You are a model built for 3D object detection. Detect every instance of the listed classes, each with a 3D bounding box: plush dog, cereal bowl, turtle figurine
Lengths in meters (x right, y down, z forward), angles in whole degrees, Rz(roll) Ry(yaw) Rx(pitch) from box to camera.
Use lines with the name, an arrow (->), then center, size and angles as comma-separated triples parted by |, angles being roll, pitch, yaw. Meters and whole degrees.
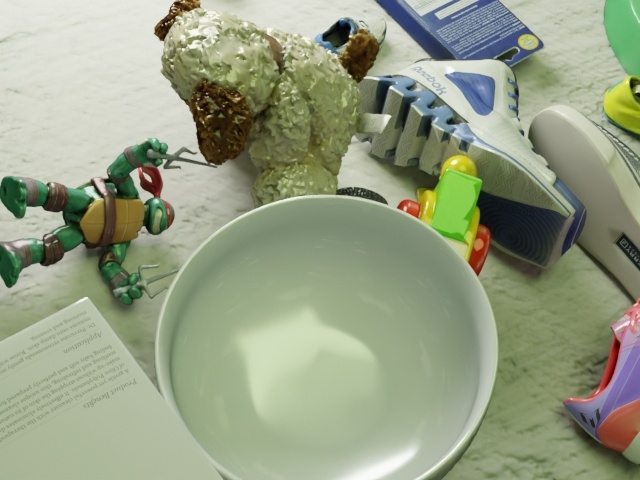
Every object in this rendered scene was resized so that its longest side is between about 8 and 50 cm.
plush dog -> -0.071, -0.170, 1.712 | 0.225, 0.210, 0.262 | 17, 34, -41
cereal bowl -> 0.005, 0.131, 1.581 | 0.339, 0.141, 0.339 | 1, 61, -2
turtle figurine -> -0.222, -0.019, 1.658 | 0.234, 0.118, 0.175 | -6, 97, -33

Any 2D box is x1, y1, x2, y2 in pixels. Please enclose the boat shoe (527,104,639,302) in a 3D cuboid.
boat shoe -> 0.400, -0.036, 1.899 | 0.158, 0.127, 0.340 | -25, 75, -38

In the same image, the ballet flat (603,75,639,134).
ballet flat -> 0.476, -0.147, 2.027 | 0.231, 0.077, 0.077 | 25, 49, -1

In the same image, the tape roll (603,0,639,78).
tape roll -> 0.551, -0.288, 2.162 | 0.321, 0.077, 0.321 | 10, 52, -14

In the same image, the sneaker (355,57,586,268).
sneaker -> 0.203, -0.127, 1.871 | 0.315, 0.127, 0.182 | 38, 49, 16

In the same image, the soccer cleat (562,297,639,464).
soccer cleat -> 0.389, 0.087, 1.730 | 0.116, 0.108, 0.318 | 31, 85, 7

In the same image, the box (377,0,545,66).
box -> 0.172, -0.295, 2.053 | 0.136, 0.036, 0.225 | -30, 68, -34

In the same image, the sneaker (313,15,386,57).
sneaker -> 0.039, -0.253, 1.959 | 0.135, 0.058, 0.052 | -32, 70, -36

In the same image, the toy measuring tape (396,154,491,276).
toy measuring tape -> 0.112, 0.059, 1.748 | 0.121, 0.121, 0.330 | 19, 73, -5

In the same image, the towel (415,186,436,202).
towel -> 0.146, -0.030, 1.862 | 0.060, 0.009, 0.083 | 4, 53, -18

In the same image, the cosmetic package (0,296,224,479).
cosmetic package -> -0.184, 0.255, 1.350 | 0.197, 0.155, 0.365 | -27, 66, -25

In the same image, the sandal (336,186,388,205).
sandal -> 0.000, 0.000, 1.774 | 0.179, 0.040, 0.067 | -37, 67, -22
